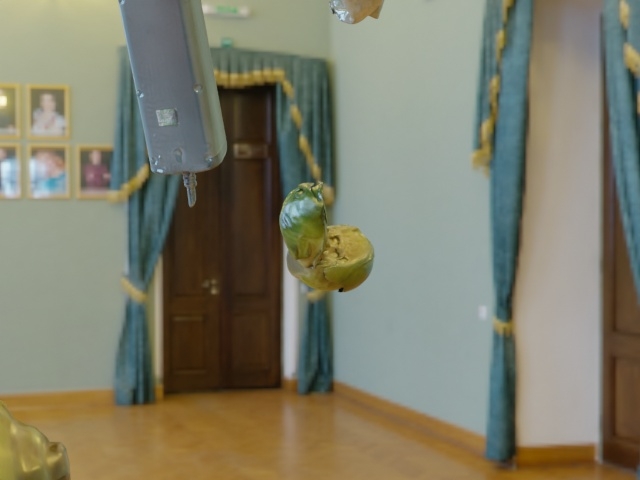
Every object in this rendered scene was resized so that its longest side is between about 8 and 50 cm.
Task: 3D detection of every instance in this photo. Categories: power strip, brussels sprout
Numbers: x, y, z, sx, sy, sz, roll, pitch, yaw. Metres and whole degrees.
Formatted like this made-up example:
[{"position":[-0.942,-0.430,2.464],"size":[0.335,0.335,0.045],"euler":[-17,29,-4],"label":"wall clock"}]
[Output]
[{"position":[-0.116,-0.148,0.804],"size":[0.060,0.253,0.027],"euler":[-4,17,17],"label":"power strip"},{"position":[-0.001,0.000,0.654],"size":[0.046,0.051,0.083],"euler":[29,-14,45],"label":"brussels sprout"}]

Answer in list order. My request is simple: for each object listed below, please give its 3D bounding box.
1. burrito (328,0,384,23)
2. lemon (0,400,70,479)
[{"position":[0.036,-0.310,1.014],"size":[0.060,0.226,0.087],"euler":[-17,44,-16],"label":"burrito"},{"position":[-0.245,0.119,0.347],"size":[0.322,0.268,0.268],"euler":[-29,9,-14],"label":"lemon"}]
